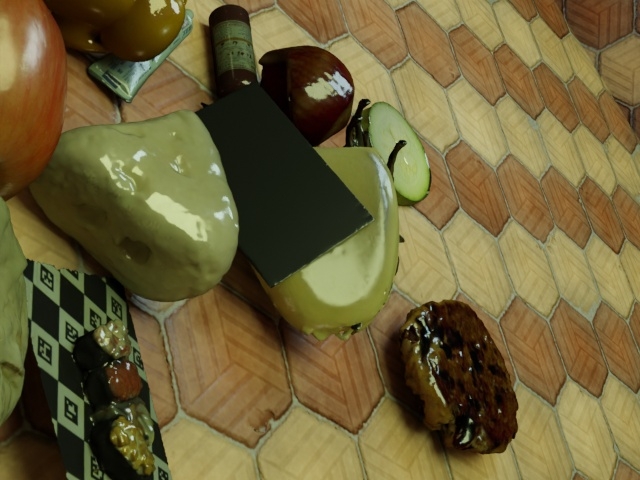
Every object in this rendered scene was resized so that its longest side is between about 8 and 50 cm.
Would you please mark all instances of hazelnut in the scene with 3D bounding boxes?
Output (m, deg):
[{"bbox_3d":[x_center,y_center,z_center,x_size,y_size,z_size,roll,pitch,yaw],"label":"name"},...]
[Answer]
[{"bbox_3d":[-0.031,-0.242,1.621,0.160,0.202,0.170,-12,100,-27],"label":"hazelnut"}]

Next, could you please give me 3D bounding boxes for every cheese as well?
[{"bbox_3d":[-0.228,-0.036,1.214,0.251,0.174,0.248,-3,60,-54],"label":"cheese"},{"bbox_3d":[0.000,0.000,1.459,0.260,0.128,0.315,-2,70,-8],"label":"cheese"}]

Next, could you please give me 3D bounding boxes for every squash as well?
[{"bbox_3d":[0.146,-0.169,1.918,0.219,0.041,0.219,32,46,-41],"label":"squash"}]

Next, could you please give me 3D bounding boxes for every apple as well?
[{"bbox_3d":[-0.385,-0.160,1.047,0.242,0.242,0.241,15,61,-47],"label":"apple"}]

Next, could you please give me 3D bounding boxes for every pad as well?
[{"bbox_3d":[-0.086,-0.091,1.421,0.202,0.005,0.300,-33,73,-25],"label":"pad"}]

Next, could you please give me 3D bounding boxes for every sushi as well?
[{"bbox_3d":[-0.230,0.155,1.096,0.264,0.050,0.290,32,37,-72],"label":"sushi"}]

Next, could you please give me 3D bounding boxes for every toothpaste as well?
[{"bbox_3d":[-0.259,-0.296,1.475,0.069,0.047,0.268,66,32,-27],"label":"toothpaste"}]

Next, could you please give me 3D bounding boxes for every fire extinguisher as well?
[{"bbox_3d":[-0.155,-0.283,1.590,0.099,0.071,0.231,4,61,-20],"label":"fire extinguisher"}]

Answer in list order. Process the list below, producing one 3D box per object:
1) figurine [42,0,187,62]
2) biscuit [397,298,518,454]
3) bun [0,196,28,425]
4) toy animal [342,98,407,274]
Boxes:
[{"bbox_3d":[-0.304,-0.356,1.331,0.228,0.215,0.215,31,40,-65],"label":"figurine"},{"bbox_3d":[0.242,0.244,1.703,0.334,0.081,0.289,10,57,-53],"label":"biscuit"},{"bbox_3d":[-0.392,0.068,0.851,0.361,0.213,0.361,14,73,-56],"label":"bun"},{"bbox_3d":[0.090,-0.085,1.650,0.087,0.260,0.243,-4,41,-11],"label":"toy animal"}]
